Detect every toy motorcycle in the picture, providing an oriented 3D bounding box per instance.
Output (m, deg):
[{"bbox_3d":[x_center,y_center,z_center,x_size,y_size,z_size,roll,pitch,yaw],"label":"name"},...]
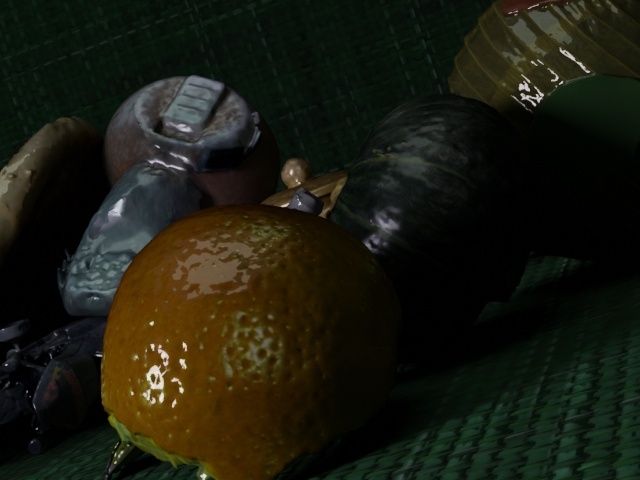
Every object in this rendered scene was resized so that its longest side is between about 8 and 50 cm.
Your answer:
[{"bbox_3d":[-0.210,0.113,1.649,0.173,0.108,0.307,-11,9,34],"label":"toy motorcycle"}]

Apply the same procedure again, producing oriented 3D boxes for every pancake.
[{"bbox_3d":[-0.300,0.051,1.769,0.065,0.356,0.356,26,18,14],"label":"pancake"}]

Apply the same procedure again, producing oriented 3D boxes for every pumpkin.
[{"bbox_3d":[0.077,-0.003,1.304,0.152,0.212,0.211,25,12,7],"label":"pumpkin"}]

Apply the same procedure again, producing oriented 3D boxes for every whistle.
[{"bbox_3d":[-0.151,-0.028,1.735,0.189,0.189,0.348,-17,31,36],"label":"whistle"}]

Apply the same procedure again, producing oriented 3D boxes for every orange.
[{"bbox_3d":[-0.039,0.057,1.103,0.179,0.159,0.237,-2,5,11],"label":"orange"}]

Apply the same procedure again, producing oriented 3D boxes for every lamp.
[{"bbox_3d":[0.210,-0.082,1.451,0.284,0.250,0.250,-59,-11,18],"label":"lamp"}]

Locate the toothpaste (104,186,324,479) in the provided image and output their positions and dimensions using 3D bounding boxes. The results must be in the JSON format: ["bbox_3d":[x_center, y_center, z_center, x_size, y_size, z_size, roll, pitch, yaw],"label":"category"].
[{"bbox_3d":[-0.077,0.067,1.268,0.248,0.047,0.078,-54,2,4],"label":"toothpaste"}]

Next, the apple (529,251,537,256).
[{"bbox_3d":[0.186,-0.075,1.725,0.200,0.200,0.200,-19,3,1],"label":"apple"}]

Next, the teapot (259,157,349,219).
[{"bbox_3d":[0.000,0.000,1.705,0.203,0.167,0.311,-21,3,-8],"label":"teapot"}]
